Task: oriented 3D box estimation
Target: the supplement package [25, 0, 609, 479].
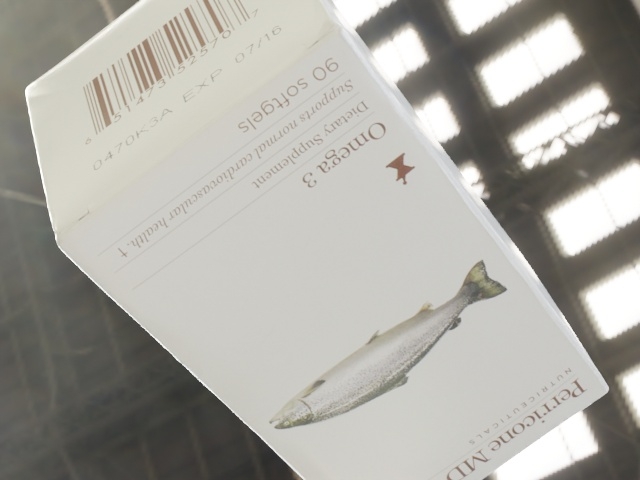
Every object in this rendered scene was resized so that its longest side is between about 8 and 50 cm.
[{"bbox_3d":[0.000,0.000,0.465,0.105,0.179,0.105,-37,-145,6],"label":"supplement package"}]
